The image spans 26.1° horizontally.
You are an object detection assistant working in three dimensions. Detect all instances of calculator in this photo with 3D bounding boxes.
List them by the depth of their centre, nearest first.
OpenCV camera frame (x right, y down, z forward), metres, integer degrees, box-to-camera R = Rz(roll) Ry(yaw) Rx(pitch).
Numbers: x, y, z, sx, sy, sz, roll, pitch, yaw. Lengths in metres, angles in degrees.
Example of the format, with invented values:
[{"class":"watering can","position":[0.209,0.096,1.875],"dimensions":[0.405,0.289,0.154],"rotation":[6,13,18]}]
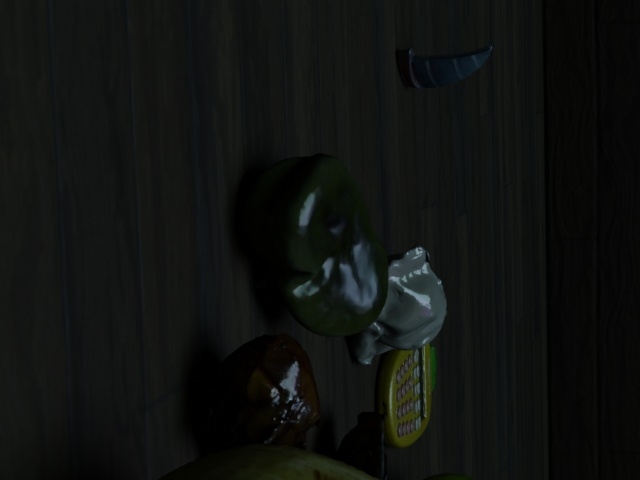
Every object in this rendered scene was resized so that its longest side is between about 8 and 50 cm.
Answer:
[{"class":"calculator","position":[0.115,0.191,1.805],"dimensions":[0.235,0.032,0.146],"rotation":[-23,113,-70]}]

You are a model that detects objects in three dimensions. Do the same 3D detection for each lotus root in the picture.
[{"class":"lotus root","position":[0.021,0.333,1.433],"dimensions":[0.167,0.078,0.329],"rotation":[110,-13,-67]}]

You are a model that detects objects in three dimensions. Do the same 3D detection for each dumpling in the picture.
[{"class":"dumpling","position":[0.084,0.085,1.599],"dimensions":[0.127,0.108,0.188],"rotation":[-52,163,-28]}]

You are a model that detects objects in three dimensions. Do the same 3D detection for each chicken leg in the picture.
[{"class":"chicken leg","position":[-0.041,0.187,1.216],"dimensions":[0.113,0.093,0.304],"rotation":[-58,157,-29]}]

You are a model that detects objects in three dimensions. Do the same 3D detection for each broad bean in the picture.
[{"class":"broad bean","position":[0.002,0.001,1.290],"dimensions":[0.153,0.072,0.207],"rotation":[-65,146,-17]}]

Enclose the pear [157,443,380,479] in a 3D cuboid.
[{"class":"pear","position":[-0.030,0.292,0.891],"dimensions":[0.309,0.309,0.309],"rotation":[0,90,-73]}]

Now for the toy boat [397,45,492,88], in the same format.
[{"class":"toy boat","position":[0.169,-0.228,1.823],"dimensions":[0.096,0.122,0.034],"rotation":[60,32,-61]}]

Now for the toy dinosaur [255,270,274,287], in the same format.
[{"class":"toy dinosaur","position":[-0.013,0.029,1.367],"dimensions":[0.187,0.044,0.106],"rotation":[-62,151,-48]}]

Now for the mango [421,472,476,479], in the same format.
[{"class":"mango","position":[0.177,0.416,1.800],"dimensions":[0.343,0.156,0.192],"rotation":[59,37,-64]}]
